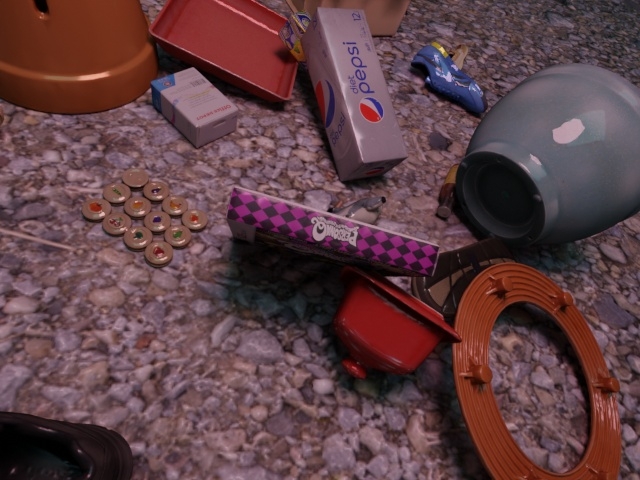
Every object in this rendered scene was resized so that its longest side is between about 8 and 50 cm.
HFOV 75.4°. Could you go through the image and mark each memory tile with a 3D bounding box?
[{"bbox_3d":[-0.246,-0.037,0.588,0.147,0.012,0.113,34,53,6],"label":"memory tile"}]

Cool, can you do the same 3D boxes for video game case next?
[{"bbox_3d":[0.000,0.000,0.530,0.231,0.210,0.042,16,83,-9],"label":"video game case"}]

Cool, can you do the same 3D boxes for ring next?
[{"bbox_3d":[0.308,0.188,0.555,0.336,0.032,0.337,12,64,-26],"label":"ring"}]

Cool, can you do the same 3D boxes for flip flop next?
[{"bbox_3d":[0.226,0.065,0.630,0.276,0.080,0.113,-7,70,-37],"label":"flip flop"}]

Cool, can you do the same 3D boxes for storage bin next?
[{"bbox_3d":[0.053,-0.629,1.017,0.262,0.123,0.261,-14,63,-26],"label":"storage bin"}]

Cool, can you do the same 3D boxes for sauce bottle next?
[{"bbox_3d":[0.247,-0.093,0.776,0.042,0.042,0.128,30,56,2],"label":"sauce bottle"}]

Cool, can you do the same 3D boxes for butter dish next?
[{"bbox_3d":[0.070,0.119,0.525,0.159,0.160,0.118,33,79,5],"label":"butter dish"}]

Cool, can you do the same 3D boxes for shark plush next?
[{"bbox_3d":[0.035,-0.032,0.672,0.161,0.073,0.067,-24,42,-14],"label":"shark plush"}]

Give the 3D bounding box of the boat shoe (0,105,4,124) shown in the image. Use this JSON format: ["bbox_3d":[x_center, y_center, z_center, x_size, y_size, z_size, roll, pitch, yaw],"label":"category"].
[{"bbox_3d":[-0.495,-0.127,0.538,0.170,0.063,0.059,-36,76,-24],"label":"boat shoe"}]

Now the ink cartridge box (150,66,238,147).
[{"bbox_3d":[-0.211,-0.225,0.701,0.122,0.052,0.088,44,55,14],"label":"ink cartridge box"}]

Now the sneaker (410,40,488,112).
[{"bbox_3d":[0.297,-0.363,0.968,0.082,0.069,0.209,-40,84,-1],"label":"sneaker"}]

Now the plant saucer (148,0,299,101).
[{"bbox_3d":[-0.167,-0.391,0.808,0.258,0.048,0.259,20,53,-18],"label":"plant saucer"}]

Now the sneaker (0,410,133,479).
[{"bbox_3d":[-0.314,0.180,0.348,0.285,0.130,0.109,7,58,-13],"label":"sneaker"}]

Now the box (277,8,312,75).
[{"bbox_3d":[-0.004,-0.367,0.827,0.169,0.059,0.054,48,48,-10],"label":"box"}]

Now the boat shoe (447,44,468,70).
[{"bbox_3d":[0.337,-0.459,1.044,0.045,0.050,0.136,28,53,-6],"label":"boat shoe"}]

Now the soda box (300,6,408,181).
[{"bbox_3d":[0.055,-0.257,0.734,0.097,0.091,0.287,-13,82,-25],"label":"soda box"}]

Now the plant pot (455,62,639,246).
[{"bbox_3d":[0.355,-0.109,0.688,0.196,0.293,0.293,-31,71,-19],"label":"plant pot"}]

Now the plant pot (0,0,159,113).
[{"bbox_3d":[-0.408,-0.375,0.641,0.290,0.204,0.291,9,54,-13],"label":"plant pot"}]
